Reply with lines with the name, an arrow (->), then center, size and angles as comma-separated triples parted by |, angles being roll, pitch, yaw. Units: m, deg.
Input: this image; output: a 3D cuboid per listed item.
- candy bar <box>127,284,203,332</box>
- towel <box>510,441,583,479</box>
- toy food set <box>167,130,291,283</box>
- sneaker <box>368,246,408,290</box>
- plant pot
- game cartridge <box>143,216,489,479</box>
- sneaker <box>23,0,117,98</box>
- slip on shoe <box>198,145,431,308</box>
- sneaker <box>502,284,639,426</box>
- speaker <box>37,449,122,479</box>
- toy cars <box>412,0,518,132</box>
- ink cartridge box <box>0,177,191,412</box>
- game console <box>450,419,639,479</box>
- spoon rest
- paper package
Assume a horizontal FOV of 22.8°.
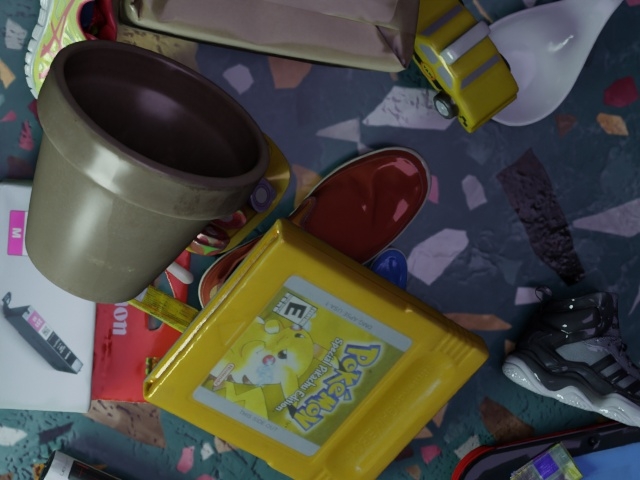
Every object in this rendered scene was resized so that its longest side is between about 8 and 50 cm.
candy bar -> -0.204, 0.073, 1.933 | 0.161, 0.018, 0.040 | 31, 79, -34
towel -> 0.289, 0.303, 2.033 | 0.083, 0.009, 0.060 | -34, 101, -5
toy food set -> -0.123, -0.051, 1.911 | 0.128, 0.071, 0.218 | 47, 73, -12
sneaker -> 0.077, 0.085, 1.983 | 0.058, 0.084, 0.152 | 22, 92, -13
plant pot -> -0.218, -0.058, 1.774 | 0.263, 0.263, 0.229 | 23, 118, -13
game cartridge -> -0.004, 0.156, 1.922 | 0.323, 0.053, 0.285 | 31, 112, -23
sneaker -> -0.280, -0.227, 1.835 | 0.094, 0.081, 0.208 | 30, 129, 24
slip on shoe -> 0.000, 0.000, 1.950 | 0.331, 0.101, 0.123 | -33, 101, -6
sneaker -> 0.376, 0.148, 2.015 | 0.268, 0.101, 0.153 | 18, 89, 10
speaker -> -0.279, 0.309, 1.958 | 0.136, 0.055, 0.055 | 28, 91, -13
toy cars -> 0.167, -0.331, 1.905 | 0.176, 0.087, 0.394 | 4, 82, -15
ink cartridge box -> -0.278, 0.071, 1.927 | 0.239, 0.060, 0.275 | 4, 96, -10
game console -> 0.371, 0.406, 2.091 | 0.386, 0.060, 0.342 | -10, 97, -9
spoon rest -> 0.296, -0.261, 1.983 | 0.276, 0.084, 0.137 | -46, 103, -3
paper package -> -0.063, -0.293, 1.785 | 0.309, 0.325, 0.168 | 10, 95, -12
